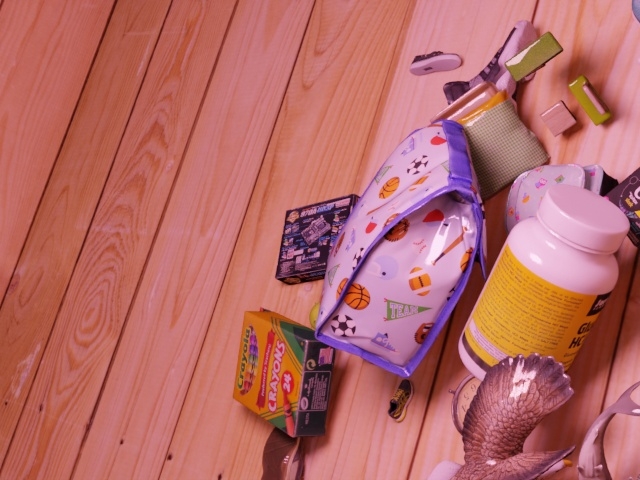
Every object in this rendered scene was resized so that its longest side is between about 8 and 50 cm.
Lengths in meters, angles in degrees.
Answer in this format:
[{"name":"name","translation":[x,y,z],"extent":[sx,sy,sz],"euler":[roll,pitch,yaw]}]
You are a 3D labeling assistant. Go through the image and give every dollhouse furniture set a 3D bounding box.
[{"name":"dollhouse furniture set","translation":[0.359,-0.219,1.875],"extent":[0.301,0.151,0.198],"euler":[-35,91,20]}]

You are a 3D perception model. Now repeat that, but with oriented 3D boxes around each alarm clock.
[{"name":"alarm clock","translation":[0.306,0.312,1.779],"extent":[0.129,0.064,0.192],"euler":[-43,43,23]}]

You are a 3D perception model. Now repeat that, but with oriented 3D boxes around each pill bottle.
[{"name":"pill bottle","translation":[0.370,0.084,1.661],"extent":[0.188,0.187,0.334],"euler":[57,136,46]}]

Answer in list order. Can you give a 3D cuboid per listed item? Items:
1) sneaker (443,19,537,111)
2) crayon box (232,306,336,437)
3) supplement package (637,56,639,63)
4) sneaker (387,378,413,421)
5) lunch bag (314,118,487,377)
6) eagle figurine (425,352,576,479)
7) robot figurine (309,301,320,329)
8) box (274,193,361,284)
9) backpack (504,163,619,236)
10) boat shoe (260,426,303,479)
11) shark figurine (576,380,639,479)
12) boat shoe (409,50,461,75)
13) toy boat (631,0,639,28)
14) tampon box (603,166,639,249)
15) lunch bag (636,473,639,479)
[{"name":"sneaker","translation":[0.339,-0.331,2.054],"extent":[0.153,0.101,0.269],"euler":[8,70,39]},{"name":"crayon box","translation":[-0.093,0.270,2.132],"extent":[0.318,0.081,0.202],"euler":[16,100,57]},{"name":"supplement package","translation":[0.654,-0.197,1.596],"extent":[0.145,0.204,0.262],"euler":[-36,47,26]},{"name":"sneaker","translation":[0.155,0.308,1.959],"extent":[0.031,0.035,0.083],"euler":[0,69,45]},{"name":"lunch bag","translation":[0.173,-0.003,1.845],"extent":[0.328,0.238,0.386],"euler":[-85,19,-63]},{"name":"eagle figurine","translation":[0.299,0.348,1.596],"extent":[0.225,0.298,0.226],"euler":[-29,48,-28]},{"name":"robot figurine","translation":[0.024,0.167,2.110],"extent":[0.067,0.115,0.101],"euler":[-19,56,38]},{"name":"box","translation":[0.000,0.000,2.278],"extent":[0.220,0.051,0.175],"euler":[-13,60,42]},{"name":"backpack","translation":[0.421,-0.053,1.807],"extent":[0.188,0.144,0.166],"euler":[-4,71,48]},{"name":"boat shoe","translation":[-0.074,0.471,2.075],"extent":[0.080,0.073,0.224],"euler":[-16,38,24]},{"name":"shark figurine","translation":[0.447,0.354,1.568],"extent":[0.166,0.116,0.278],"euler":[-3,92,30]},{"name":"boat shoe","translation":[0.254,-0.401,2.242],"extent":[0.142,0.049,0.040],"euler":[-3,66,47]},{"name":"toy boat","translation":[0.692,-0.441,1.736],"extent":[0.267,0.148,0.318],"euler":[-51,41,12]},{"name":"tampon box","translation":[0.578,-0.063,1.678],"extent":[0.161,0.101,0.120],"euler":[-44,44,19]},{"name":"lunch bag","translation":[0.562,0.413,1.346],"extent":[0.305,0.212,0.256],"euler":[18,81,50]}]
